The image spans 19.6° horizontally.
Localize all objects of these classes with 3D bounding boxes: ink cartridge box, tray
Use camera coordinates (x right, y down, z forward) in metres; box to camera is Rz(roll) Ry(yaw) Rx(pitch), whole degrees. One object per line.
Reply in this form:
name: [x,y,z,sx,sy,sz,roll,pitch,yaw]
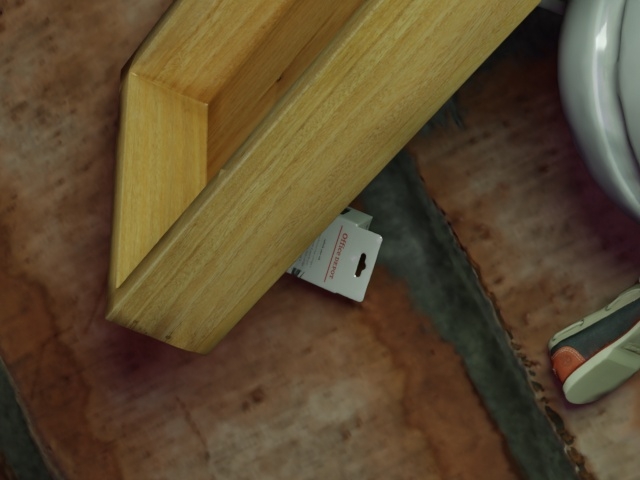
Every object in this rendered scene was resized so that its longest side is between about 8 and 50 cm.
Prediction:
ink cartridge box: [0.000,0.000,1.159,0.083,0.028,0.048,24,110,16]
tray: [0.018,-0.136,0.981,0.076,0.203,0.411,23,132,-25]

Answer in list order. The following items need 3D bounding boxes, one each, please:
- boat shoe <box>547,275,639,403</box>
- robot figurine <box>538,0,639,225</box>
boat shoe: [0.190,0.043,1.083,0.137,0.049,0.043,-40,46,26]
robot figurine: [0.256,-0.086,0.899,0.353,0.200,0.300,8,143,55]
